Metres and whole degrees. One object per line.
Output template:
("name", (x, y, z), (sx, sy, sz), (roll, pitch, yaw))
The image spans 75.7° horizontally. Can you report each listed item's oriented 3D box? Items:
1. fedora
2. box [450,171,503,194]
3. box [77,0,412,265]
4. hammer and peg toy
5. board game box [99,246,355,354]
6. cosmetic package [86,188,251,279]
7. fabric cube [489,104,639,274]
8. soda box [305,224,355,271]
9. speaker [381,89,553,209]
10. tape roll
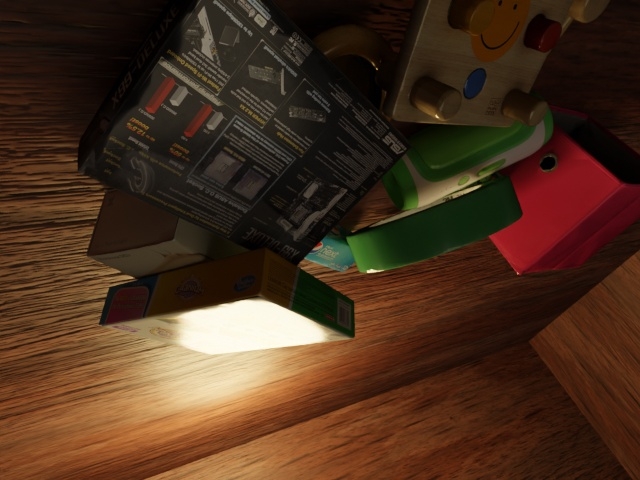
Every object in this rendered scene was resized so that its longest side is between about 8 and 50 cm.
("fedora", (0.017, -0.199, 0.571), (0.194, 0.079, 0.195), (-17, 135, -17))
("box", (0.332, -0.110, 0.909), (0.027, 0.094, 0.137), (-11, 143, -35))
("box", (-0.069, -0.115, 0.486), (0.242, 0.077, 0.307), (-46, 134, 17))
("hammer and peg toy", (0.253, -0.264, 0.527), (0.360, 0.127, 0.266), (-7, 128, -33))
("board game box", (-0.139, 0.114, 0.648), (0.316, 0.064, 0.242), (-13, 150, 28))
("cosmetic package", (-0.188, 0.028, 0.677), (0.160, 0.113, 0.309), (-9, 152, 22))
("fabric cube", (0.511, -0.109, 0.895), (0.258, 0.254, 0.258), (-3, 141, -33))
("soda box", (0.000, 0.000, 0.853), (0.071, 0.067, 0.210), (-42, 143, 20))
("speaker", (0.261, -0.166, 0.758), (0.296, 0.131, 0.131), (-25, 146, -3))
("tape roll", (0.210, -0.031, 0.796), (0.320, 0.077, 0.321), (-21, -177, 1))
